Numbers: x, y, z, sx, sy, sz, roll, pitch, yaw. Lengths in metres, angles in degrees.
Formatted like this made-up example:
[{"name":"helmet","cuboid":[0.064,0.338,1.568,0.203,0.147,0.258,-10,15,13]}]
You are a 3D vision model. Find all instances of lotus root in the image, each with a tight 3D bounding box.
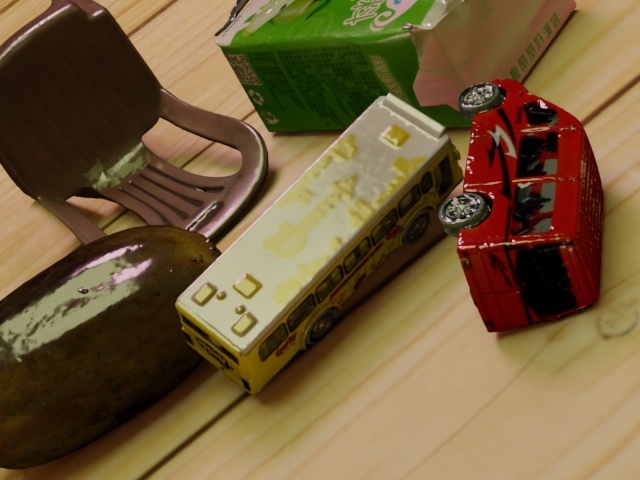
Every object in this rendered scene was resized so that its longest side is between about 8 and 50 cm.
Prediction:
[{"name":"lotus root","cuboid":[-0.172,0.073,1.112,0.241,0.123,0.124,-37,39,0]}]

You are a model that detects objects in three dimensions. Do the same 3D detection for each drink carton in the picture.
[{"name":"drink carton","cuboid":[0.051,-0.175,1.259,0.271,0.108,0.161,2,46,46]}]

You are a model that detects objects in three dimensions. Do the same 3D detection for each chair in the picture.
[{"name":"chair","cuboid":[-0.206,-0.104,1.340,0.175,0.183,0.326,-44,30,-15]}]

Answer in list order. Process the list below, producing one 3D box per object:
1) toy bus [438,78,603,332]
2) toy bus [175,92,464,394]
[{"name":"toy bus","cuboid":[0.137,-0.033,1.005,0.089,0.081,0.195,-10,37,20]},{"name":"toy bus","cuboid":[0.000,0.000,1.069,0.081,0.074,0.226,36,72,30]}]
